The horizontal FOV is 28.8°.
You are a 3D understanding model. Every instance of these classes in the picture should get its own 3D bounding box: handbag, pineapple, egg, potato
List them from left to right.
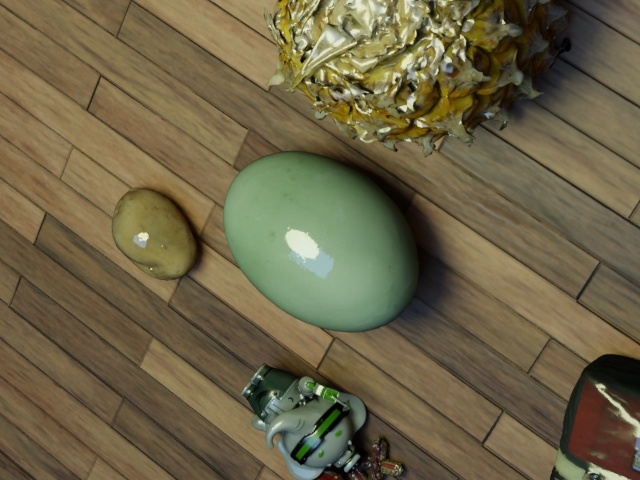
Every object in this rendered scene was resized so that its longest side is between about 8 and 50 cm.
[{"bbox_3d":[-0.238,-0.008,1.776,0.147,0.112,0.112,46,120,2],"label":"potato"},{"bbox_3d":[0.000,0.000,1.593,0.283,0.203,0.203,39,118,20],"label":"egg"},{"bbox_3d":[0.100,-0.266,1.423,0.352,0.300,0.352,5,100,29],"label":"pineapple"},{"bbox_3d":[0.404,0.260,1.465,0.254,0.181,0.181,19,106,22],"label":"handbag"}]

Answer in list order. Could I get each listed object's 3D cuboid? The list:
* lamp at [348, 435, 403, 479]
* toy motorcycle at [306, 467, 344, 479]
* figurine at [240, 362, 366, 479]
[{"bbox_3d":[0.071,0.317,1.742,0.083,0.031,0.063,-38,84,35],"label":"lamp"},{"bbox_3d":[-0.013,0.402,1.778,0.213,0.082,0.122,-40,83,31],"label":"toy motorcycle"},{"bbox_3d":[-0.021,0.251,1.724,0.192,0.126,0.147,38,97,2],"label":"figurine"}]
